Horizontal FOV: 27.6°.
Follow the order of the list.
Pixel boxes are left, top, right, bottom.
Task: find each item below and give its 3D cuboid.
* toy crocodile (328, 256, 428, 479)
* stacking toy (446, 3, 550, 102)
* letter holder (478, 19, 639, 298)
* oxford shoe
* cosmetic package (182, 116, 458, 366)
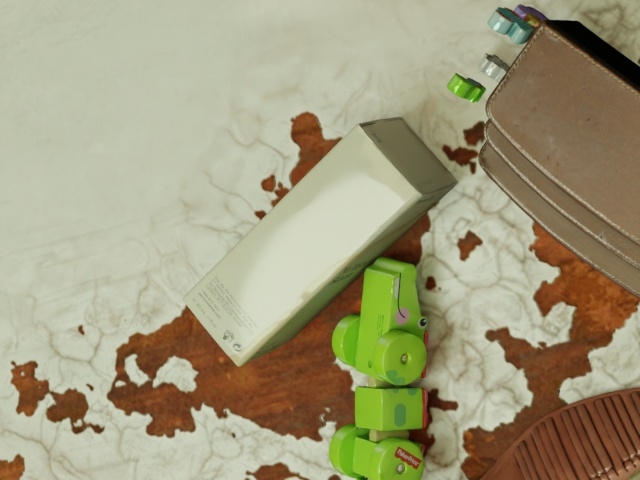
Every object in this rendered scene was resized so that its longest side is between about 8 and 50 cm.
[{"bbox_3d":[0.083,0.190,1.557,0.115,0.105,0.340,6,95,58],"label":"toy crocodile"},{"bbox_3d":[0.212,-0.234,1.385,0.052,0.221,0.167,38,113,11],"label":"stacking toy"},{"bbox_3d":[0.315,-0.064,1.401,0.302,0.152,0.214,40,111,13],"label":"letter holder"},{"bbox_3d":[0.274,0.305,1.499,0.397,0.140,0.146,-33,116,17],"label":"oxford shoe"},{"bbox_3d":[0.000,0.000,1.534,0.309,0.160,0.113,-43,81,22],"label":"cosmetic package"}]
